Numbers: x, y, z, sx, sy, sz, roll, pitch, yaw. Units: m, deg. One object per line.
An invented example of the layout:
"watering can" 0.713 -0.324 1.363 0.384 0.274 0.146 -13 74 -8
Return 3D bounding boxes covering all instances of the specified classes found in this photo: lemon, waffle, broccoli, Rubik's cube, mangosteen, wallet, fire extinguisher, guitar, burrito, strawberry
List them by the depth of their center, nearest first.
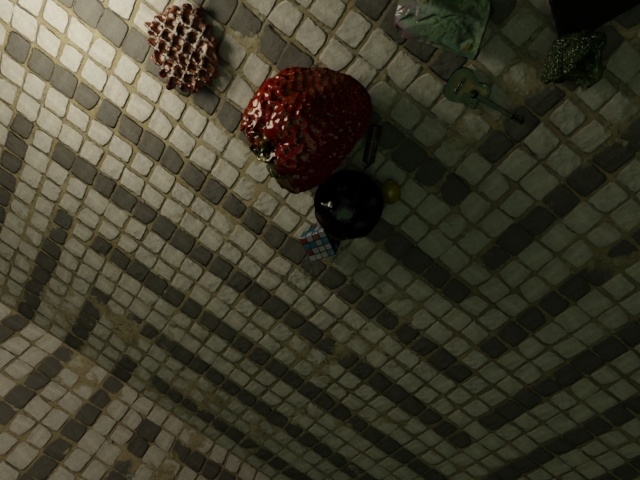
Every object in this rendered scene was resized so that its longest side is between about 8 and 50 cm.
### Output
"wallet" 0.666 -0.569 0.969 0.285 0.030 0.146 -27 129 23
"broccoli" 0.602 -0.423 1.023 0.138 0.162 0.146 55 143 0
"burrito" 0.295 -0.540 1.065 0.229 0.089 0.143 15 116 4
"guitar" 0.438 -0.370 1.151 0.233 0.025 0.088 28 119 -3
"strawberry" -0.024 -0.310 1.170 0.351 0.267 0.312 -31 118 4
"waffle" -0.391 -0.542 1.246 0.221 0.055 0.234 -9 109 19
"fire extinguisher" 0.146 -0.267 1.260 0.039 0.056 0.132 26 120 30
"mangosteen" 0.077 -0.087 1.295 0.211 0.211 0.250 16 148 5
"lemon" 0.208 -0.146 1.301 0.062 0.062 0.083 -1 118 14
"Rubik's cube" 0.000 0.000 1.406 0.092 0.092 0.092 -18 111 21
